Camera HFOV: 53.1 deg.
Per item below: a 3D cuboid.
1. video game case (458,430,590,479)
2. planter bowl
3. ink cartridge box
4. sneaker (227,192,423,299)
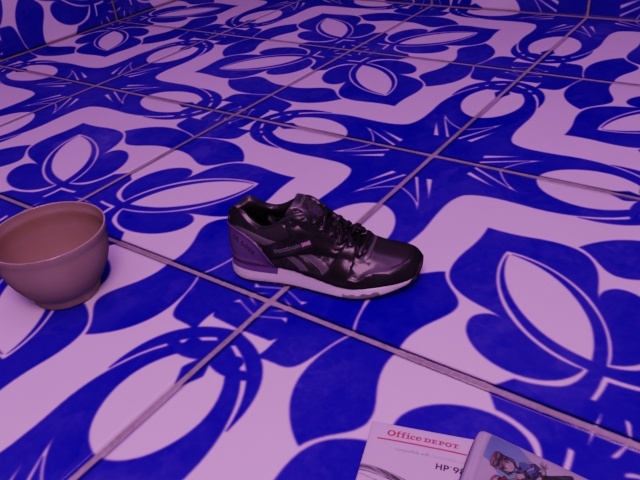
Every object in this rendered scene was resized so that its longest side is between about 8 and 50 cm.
[{"bbox_3d":[0.197,0.316,0.412,0.300,0.036,0.329,23,42,16],"label":"video game case"},{"bbox_3d":[-0.377,0.030,0.919,0.162,0.109,0.162,-5,34,3],"label":"planter bowl"},{"bbox_3d":[0.085,0.233,0.586,0.104,0.060,0.180,6,36,15],"label":"ink cartridge box"},{"bbox_3d":[0.000,0.000,0.894,0.284,0.124,0.107,4,35,14],"label":"sneaker"}]
